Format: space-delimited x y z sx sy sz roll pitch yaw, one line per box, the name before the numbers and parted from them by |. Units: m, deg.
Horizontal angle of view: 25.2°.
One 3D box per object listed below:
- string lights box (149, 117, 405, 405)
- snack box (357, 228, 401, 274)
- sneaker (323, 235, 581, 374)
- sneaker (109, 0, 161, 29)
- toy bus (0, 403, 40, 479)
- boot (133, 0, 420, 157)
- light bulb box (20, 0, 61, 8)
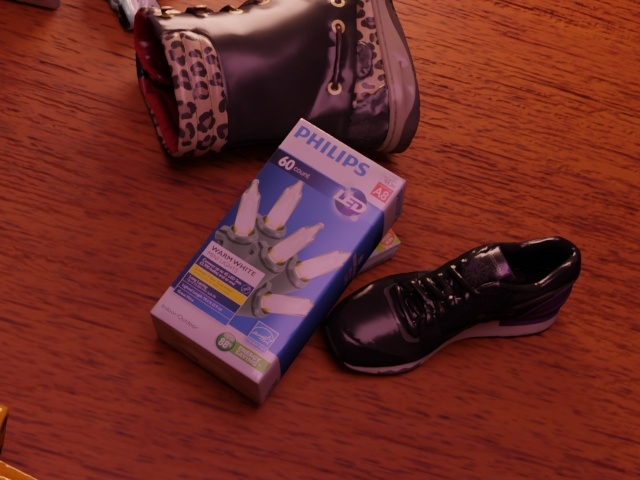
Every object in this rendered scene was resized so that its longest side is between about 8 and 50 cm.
string lights box | -0.039 0.019 1.440 0.133 0.077 0.260 31 70 14
snack box | 0.000 0.000 1.528 0.141 0.037 0.100 -27 70 -26
sneaker | 0.139 0.049 1.484 0.283 0.124 0.107 -14 63 -22
sneaker | -0.215 -0.292 1.654 0.069 0.038 0.098 -23 77 -28
toy bus | -0.392 0.187 1.261 0.332 0.108 0.130 19 51 -3
boot | -0.069 -0.252 1.614 0.284 0.138 0.377 -9 67 -20
light bulb box | -0.348 -0.518 1.560 0.225 0.361 0.358 11 57 -8
